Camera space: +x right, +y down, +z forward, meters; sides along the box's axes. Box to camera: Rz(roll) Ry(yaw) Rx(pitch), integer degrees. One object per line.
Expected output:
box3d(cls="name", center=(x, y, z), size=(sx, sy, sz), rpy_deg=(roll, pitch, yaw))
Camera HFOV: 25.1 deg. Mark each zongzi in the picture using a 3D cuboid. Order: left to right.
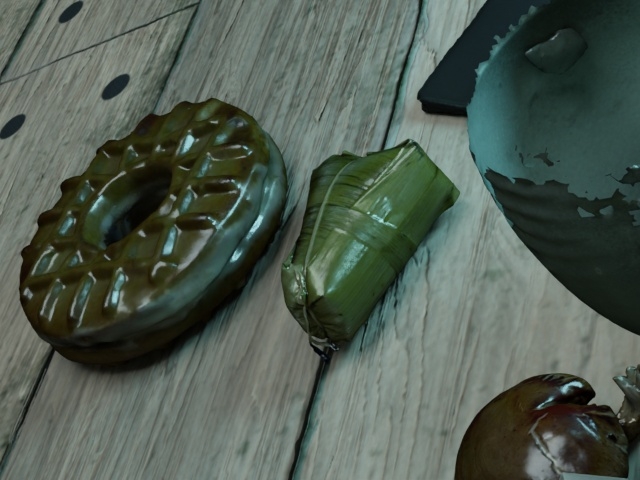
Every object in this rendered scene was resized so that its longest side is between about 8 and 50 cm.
box3d(cls="zongzi", center=(-0.001, 0.003, 1.332), size=(0.204, 0.094, 0.205), rpy_deg=(7, 56, 53))

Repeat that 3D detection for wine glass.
box3d(cls="wine glass", center=(0.233, 0.001, 0.866), size=(0.190, 0.357, 0.190), rpy_deg=(-24, 38, 20))

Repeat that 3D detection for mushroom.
box3d(cls="mushroom", center=(0.165, 0.148, 1.014), size=(0.170, 0.080, 0.135), rpy_deg=(-42, 43, 4))

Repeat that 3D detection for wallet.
box3d(cls="wallet", center=(0.202, -0.220, 1.442), size=(0.124, 0.025, 0.244), rpy_deg=(14, 61, 51))

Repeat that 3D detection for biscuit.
box3d(cls="biscuit", center=(-0.179, -0.011, 1.514), size=(0.332, 0.103, 0.332), rpy_deg=(-26, 36, 20))

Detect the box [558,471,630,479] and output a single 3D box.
box3d(cls="box", center=(0.164, 0.234, 0.878), size=(0.051, 0.129, 0.130), rpy_deg=(6, 38, -10))
